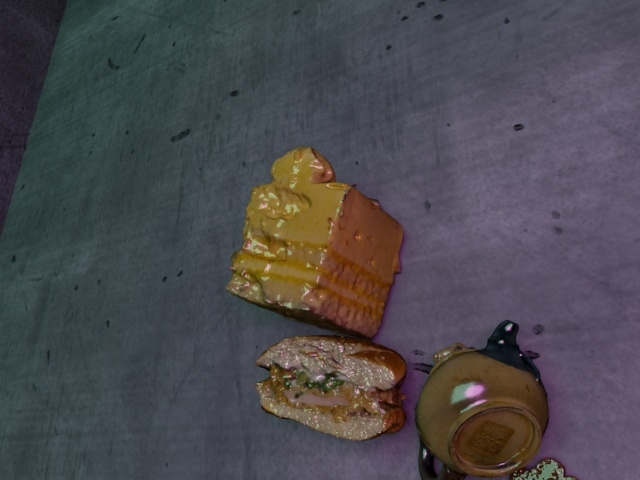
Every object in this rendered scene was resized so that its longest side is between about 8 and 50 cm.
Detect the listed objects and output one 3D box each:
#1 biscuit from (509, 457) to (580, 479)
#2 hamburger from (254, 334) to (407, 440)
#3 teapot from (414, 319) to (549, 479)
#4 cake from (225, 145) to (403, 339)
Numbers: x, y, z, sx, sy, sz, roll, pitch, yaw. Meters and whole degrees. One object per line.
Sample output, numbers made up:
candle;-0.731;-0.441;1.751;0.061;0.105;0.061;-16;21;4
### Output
biscuit;0.280;0.376;0.720;0.175;0.026;0.124;-51;52;4
hamburger;0.029;0.222;0.879;0.283;0.157;0.143;2;90;40
teapot;0.210;0.233;0.766;0.182;0.173;0.269;-100;33;-66
cake;0.000;0.000;0.951;0.223;0.227;0.285;9;74;37
